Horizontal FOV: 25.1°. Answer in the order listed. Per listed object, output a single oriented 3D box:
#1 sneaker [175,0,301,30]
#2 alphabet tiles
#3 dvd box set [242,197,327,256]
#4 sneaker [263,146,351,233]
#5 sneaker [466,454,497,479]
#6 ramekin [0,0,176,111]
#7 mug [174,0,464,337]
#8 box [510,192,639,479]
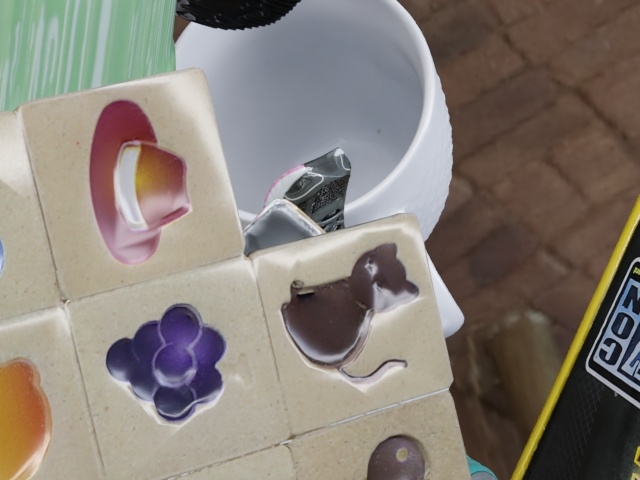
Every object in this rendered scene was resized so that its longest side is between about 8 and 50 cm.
[{"bbox_3d":[-0.046,-0.272,1.225,0.112,0.131,0.319,22,163,-27],"label":"sneaker"},{"bbox_3d":[-0.107,0.114,0.394,0.343,0.285,0.011,-15,-175,-21],"label":"alphabet tiles"},{"bbox_3d":[-0.094,0.147,1.020,0.307,0.062,0.420,-45,166,-7],"label":"dvd box set"},{"bbox_3d":[0.000,0.000,1.139,0.072,0.077,0.178,-29,157,-26],"label":"sneaker"},{"bbox_3d":[0.013,0.206,0.884,0.295,0.178,0.123,-28,123,-42],"label":"sneaker"},{"bbox_3d":[-0.246,-0.207,1.073,0.303,0.303,0.148,-2,131,-24],"label":"ramekin"},{"bbox_3d":[0.030,-0.053,1.509,0.276,0.374,0.328,-34,158,-1],"label":"mug"},{"bbox_3d":[0.179,0.111,0.494,0.079,0.322,0.257,23,96,-21],"label":"box"}]
